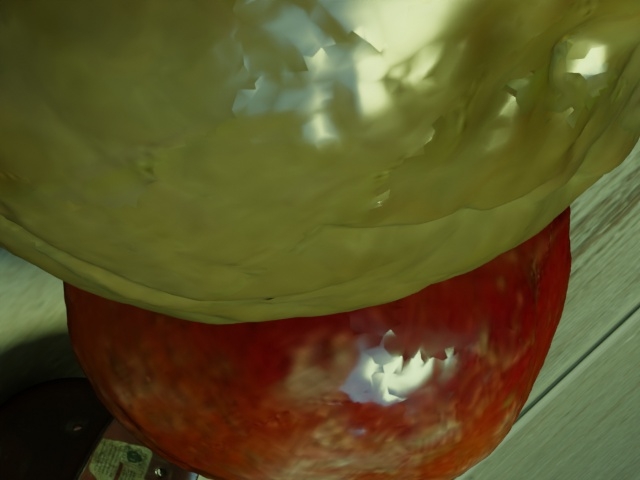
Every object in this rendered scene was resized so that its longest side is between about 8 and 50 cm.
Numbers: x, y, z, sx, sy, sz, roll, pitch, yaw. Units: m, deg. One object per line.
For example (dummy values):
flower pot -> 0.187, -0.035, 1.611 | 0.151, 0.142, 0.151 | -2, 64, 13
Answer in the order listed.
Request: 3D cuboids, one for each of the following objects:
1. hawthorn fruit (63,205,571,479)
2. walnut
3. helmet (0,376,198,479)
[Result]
hawthorn fruit -> 0.010, -0.005, 0.764 | 0.242, 0.242, 0.272 | -30, 176, -16
walnut -> -0.011, -0.117, 0.517 | 0.252, 0.277, 0.313 | -15, -178, 43
helmet -> -0.148, 0.137, 0.974 | 0.155, 0.106, 0.175 | -68, 164, -2
